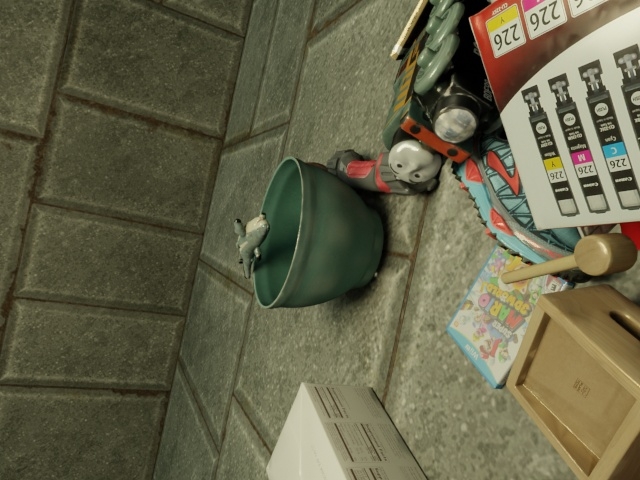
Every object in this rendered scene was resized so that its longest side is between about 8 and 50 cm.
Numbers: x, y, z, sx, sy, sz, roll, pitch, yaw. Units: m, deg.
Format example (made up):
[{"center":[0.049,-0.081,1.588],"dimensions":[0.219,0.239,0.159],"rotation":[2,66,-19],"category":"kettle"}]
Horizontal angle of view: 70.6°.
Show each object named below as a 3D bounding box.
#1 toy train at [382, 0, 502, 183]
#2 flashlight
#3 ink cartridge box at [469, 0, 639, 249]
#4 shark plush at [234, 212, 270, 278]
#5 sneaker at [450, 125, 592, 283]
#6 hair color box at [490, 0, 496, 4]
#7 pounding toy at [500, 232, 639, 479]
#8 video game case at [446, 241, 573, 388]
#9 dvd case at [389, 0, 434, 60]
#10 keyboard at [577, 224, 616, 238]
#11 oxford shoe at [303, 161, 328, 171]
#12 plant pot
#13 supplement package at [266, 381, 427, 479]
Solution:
[{"center":[0.178,-0.225,0.643],"dimensions":[0.190,0.142,0.333],"rotation":[-51,16,50],"category":"toy train"},{"center":[0.102,-0.143,0.876],"dimensions":[0.103,0.103,0.304],"rotation":[-52,24,-7],"category":"flashlight"},{"center":[0.293,-0.100,0.296],"dimensions":[0.309,0.130,0.271],"rotation":[-8,105,63],"category":"ink cartridge box"},{"center":[-0.143,0.017,0.915],"dimensions":[0.067,0.073,0.161],"rotation":[42,119,30],"category":"shark plush"},{"center":[0.249,-0.068,0.538],"dimensions":[0.125,0.104,0.261],"rotation":[-57,33,33],"category":"sneaker"},{"center":[0.304,-0.322,0.533],"dimensions":[0.174,0.105,0.347],"rotation":[-47,40,48],"category":"hair color box"},{"center":[0.257,0.083,0.417],"dimensions":[0.181,0.094,0.205],"rotation":[-118,26,-54],"category":"pounding toy"},{"center":[0.237,0.091,0.593],"dimensions":[0.166,0.015,0.119],"rotation":[-67,28,22],"category":"video game case"},{"center":[0.201,-0.412,0.759],"dimensions":[0.164,0.018,0.221],"rotation":[-40,-17,-55],"category":"dvd case"},{"center":[0.236,-0.117,0.450],"dimensions":[0.014,0.072,0.256],"rotation":[-15,106,58],"category":"keyboard"},{"center":[-0.074,-0.041,1.144],"dimensions":[0.363,0.133,0.130],"rotation":[-65,29,26],"category":"oxford shoe"},{"center":[0.000,0.000,0.899],"dimensions":[0.293,0.196,0.292],"rotation":[-169,90,-69],"category":"plant pot"},{"center":[0.039,0.394,0.715],"dimensions":[0.203,0.145,0.262],"rotation":[-69,27,17],"category":"supplement package"}]
